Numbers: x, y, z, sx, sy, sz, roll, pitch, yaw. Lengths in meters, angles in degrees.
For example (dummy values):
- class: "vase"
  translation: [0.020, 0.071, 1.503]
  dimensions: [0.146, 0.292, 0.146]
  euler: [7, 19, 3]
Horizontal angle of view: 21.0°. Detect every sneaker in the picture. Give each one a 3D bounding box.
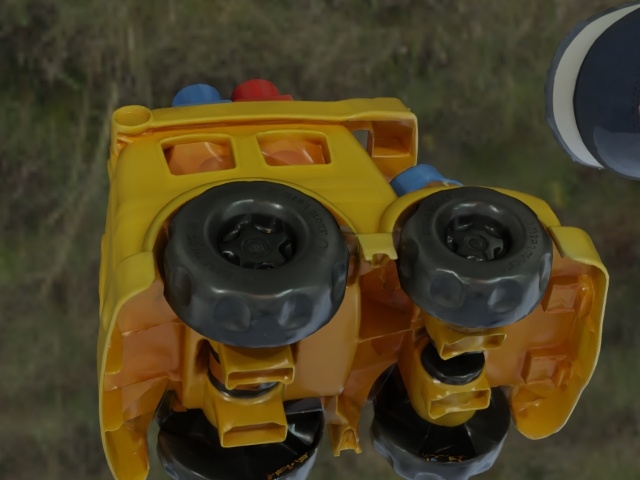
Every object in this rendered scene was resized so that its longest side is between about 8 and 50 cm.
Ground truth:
- class: "sneaker"
  translation: [0.276, -0.110, 0.865]
  dimensions: [0.319, 0.112, 0.131]
  euler: [-29, -161, -14]

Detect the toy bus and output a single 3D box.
- class: "toy bus"
  translation: [0.000, 0.000, 0.807]
  dimensions: [0.220, 0.211, 0.149]
  euler: [-3, 135, -10]
